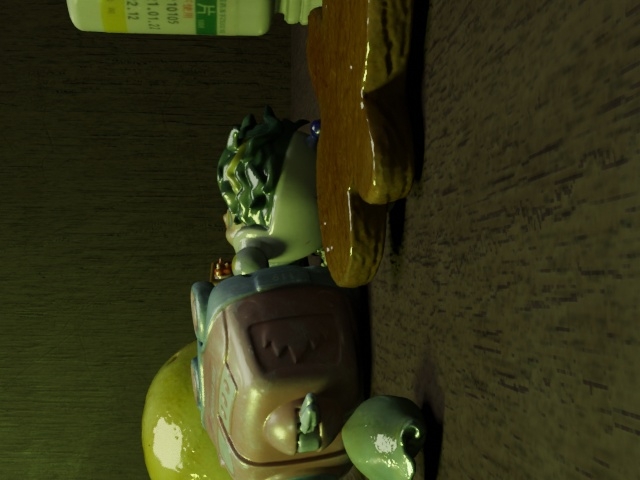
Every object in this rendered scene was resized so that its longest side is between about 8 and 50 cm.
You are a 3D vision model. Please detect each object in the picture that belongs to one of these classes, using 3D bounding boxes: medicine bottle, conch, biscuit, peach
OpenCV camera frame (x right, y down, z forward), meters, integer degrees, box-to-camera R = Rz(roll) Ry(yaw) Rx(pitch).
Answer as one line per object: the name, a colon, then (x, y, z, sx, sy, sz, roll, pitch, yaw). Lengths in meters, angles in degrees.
medicine bottle: (-0.117, -0.342, 1.568, 0.208, 0.339, 0.208, -179, 90, -87)
conch: (0.049, 0.164, 1.051, 0.180, 0.065, 0.088, 153, 120, -76)
biscuit: (0.044, -0.149, 1.184, 0.283, 0.064, 0.432, -111, 19, -55)
peach: (-0.127, 0.308, 2.074, 0.316, 0.281, 0.314, -93, -9, -48)

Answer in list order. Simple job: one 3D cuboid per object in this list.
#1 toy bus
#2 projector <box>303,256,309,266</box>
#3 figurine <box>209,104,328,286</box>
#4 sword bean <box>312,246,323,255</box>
toy bus: (-0.040, 0.177, 1.573, 0.294, 0.197, 0.232, 97, 162, -46)
projector: (-0.063, 0.043, 2.177, 0.270, 0.088, 0.194, -106, 3, -45)
figurine: (-0.062, 0.005, 1.866, 0.261, 0.186, 0.382, -104, 14, -61)
sword bean: (0.000, 0.000, 2.068, 0.269, 0.038, 0.043, 149, 96, -86)
